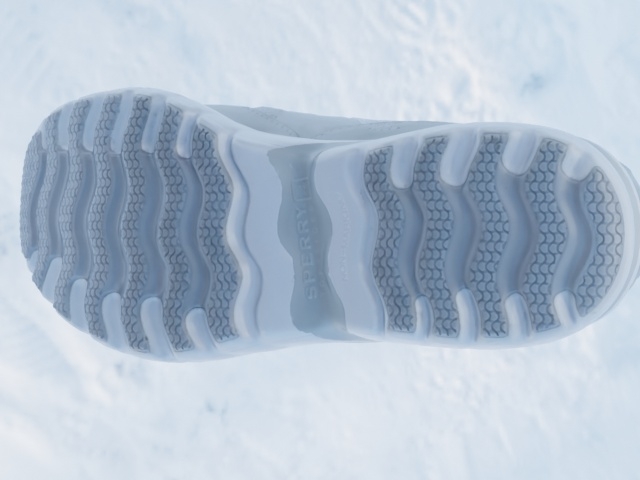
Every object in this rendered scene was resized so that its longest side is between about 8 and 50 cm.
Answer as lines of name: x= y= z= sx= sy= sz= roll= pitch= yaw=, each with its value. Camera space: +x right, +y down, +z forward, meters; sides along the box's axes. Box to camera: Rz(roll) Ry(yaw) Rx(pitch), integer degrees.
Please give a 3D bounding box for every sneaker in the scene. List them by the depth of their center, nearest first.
sneaker: x=0.000 y=0.000 z=0.555 sx=0.281 sy=0.115 sz=0.105 roll=8 pitch=93 yaw=31
